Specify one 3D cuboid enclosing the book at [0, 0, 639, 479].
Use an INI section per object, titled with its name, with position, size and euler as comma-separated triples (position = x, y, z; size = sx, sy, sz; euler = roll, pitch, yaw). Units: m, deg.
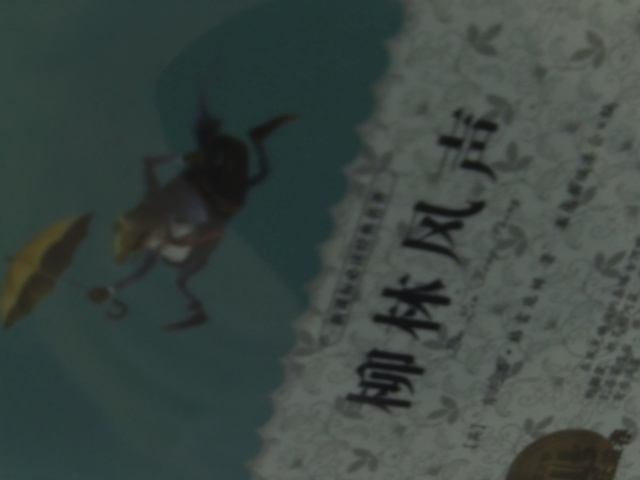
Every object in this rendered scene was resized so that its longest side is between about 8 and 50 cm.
[book]
position = 0.000, 0.000, 0.654
size = 0.031, 0.379, 0.264
euler = -111, 34, -56
